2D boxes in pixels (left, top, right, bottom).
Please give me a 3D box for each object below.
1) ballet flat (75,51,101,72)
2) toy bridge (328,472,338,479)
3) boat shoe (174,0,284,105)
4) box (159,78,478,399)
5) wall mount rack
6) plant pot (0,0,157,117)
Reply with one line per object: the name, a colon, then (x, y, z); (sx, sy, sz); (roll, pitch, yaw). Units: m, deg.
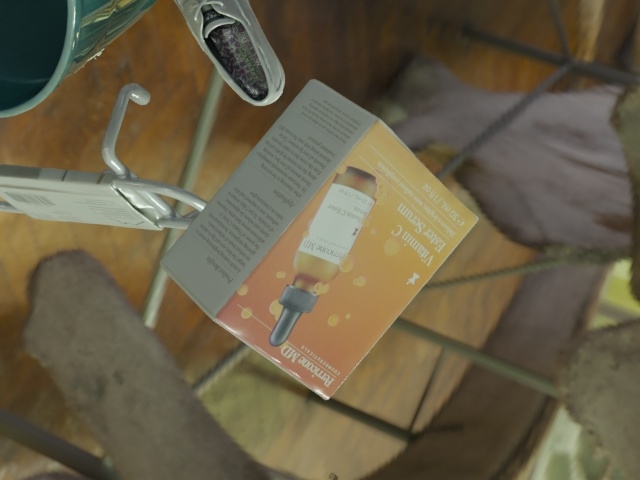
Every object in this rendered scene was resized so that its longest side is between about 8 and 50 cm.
ballet flat: (-0.419, -0.275, 1.394); (0.147, 0.409, 0.147); (-46, -152, 34)
toy bridge: (0.000, 0.244, 0.923); (0.063, 0.026, 0.188); (46, 40, -43)
boat shoe: (-0.097, -0.207, 1.286); (0.184, 0.066, 0.063); (64, 9, -10)
box: (0.000, 0.000, 0.946); (0.170, 0.091, 0.130); (-51, 129, 0)
wall mount rack: (-0.237, -0.077, 1.523); (0.304, 0.350, 0.130); (46, 55, -59)
plant pot: (-0.198, -0.266, 0.993); (0.255, 0.272, 0.271); (-42, 147, -42)
